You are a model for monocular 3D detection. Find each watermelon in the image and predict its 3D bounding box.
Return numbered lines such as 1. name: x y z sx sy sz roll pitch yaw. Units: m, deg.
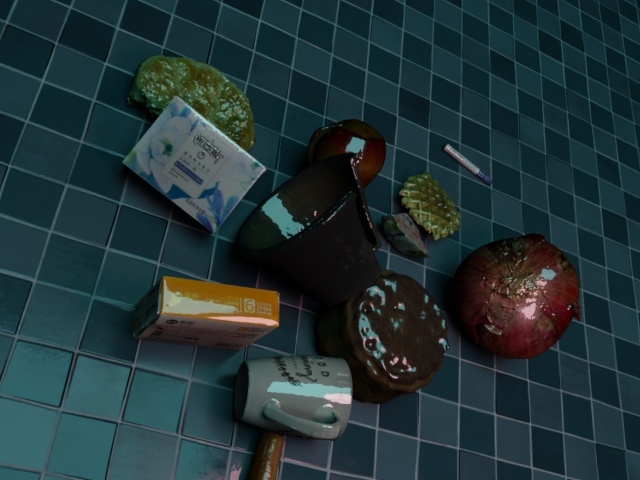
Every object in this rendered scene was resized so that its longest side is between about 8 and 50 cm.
1. watermelon: 0.239 -0.022 2.083 0.187 0.071 0.139 45 32 -21

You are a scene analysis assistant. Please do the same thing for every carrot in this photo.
1. carrot: -0.130 0.532 1.583 0.067 0.067 0.225 25 54 -18

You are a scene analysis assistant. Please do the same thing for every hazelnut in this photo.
1. hazelnut: 0.068 -0.221 1.971 0.217 0.251 0.217 -4 104 -15

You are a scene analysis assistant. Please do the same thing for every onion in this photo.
1. onion: 0.542 0.153 2.002 0.353 0.353 0.354 13 60 -25

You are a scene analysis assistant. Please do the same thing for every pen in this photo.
1. pen: 0.478 -0.246 2.358 0.204 0.025 0.025 36 53 -11

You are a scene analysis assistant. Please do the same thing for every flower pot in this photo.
1. flower pot: 0.000 0.000 1.766 0.251 0.379 0.379 53 49 -25

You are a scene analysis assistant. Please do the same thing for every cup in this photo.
1. cup: -0.056 0.357 1.604 0.234 0.258 0.186 9 102 -20

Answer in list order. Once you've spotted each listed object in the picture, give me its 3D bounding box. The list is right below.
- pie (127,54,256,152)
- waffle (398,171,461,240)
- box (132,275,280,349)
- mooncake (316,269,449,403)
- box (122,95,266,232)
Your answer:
1. pie: -0.319 -0.335 1.896 0.371 0.078 0.296 51 53 -1
2. waffle: 0.328 -0.105 2.164 0.214 0.054 0.208 52 38 6
3. box: -0.253 0.165 1.594 0.273 0.221 0.091 11 64 -28
4. mooncake: 0.162 0.235 1.829 0.324 0.187 0.324 13 62 -27
5. box: -0.301 -0.178 1.748 0.274 0.116 0.203 39 87 -9
